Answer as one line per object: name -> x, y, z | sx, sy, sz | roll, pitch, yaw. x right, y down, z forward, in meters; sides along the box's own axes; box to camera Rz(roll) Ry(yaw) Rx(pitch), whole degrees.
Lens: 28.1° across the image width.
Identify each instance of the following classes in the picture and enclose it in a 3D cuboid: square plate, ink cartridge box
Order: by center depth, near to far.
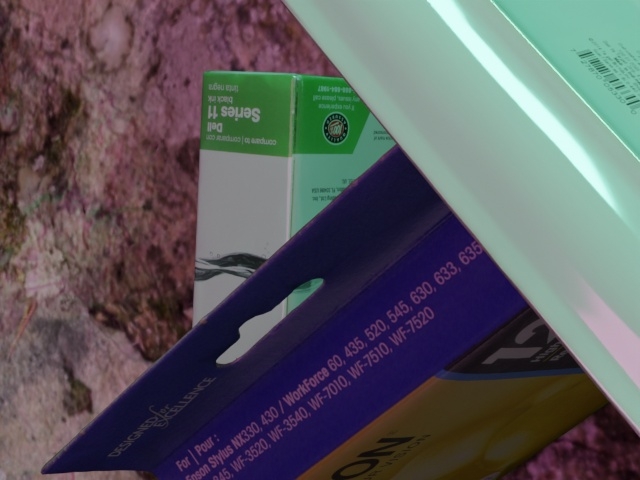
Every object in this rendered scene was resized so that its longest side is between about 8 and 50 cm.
square plate -> 0.174, -0.071, 0.540 | 0.347, 0.344, 0.049 | 53, 137, 25
ink cartridge box -> 0.065, 0.065, 0.665 | 0.303, 0.307, 0.072 | -42, 63, 34
ink cartridge box -> 0.000, 0.000, 0.818 | 0.087, 0.153, 0.208 | 8, 97, 41
